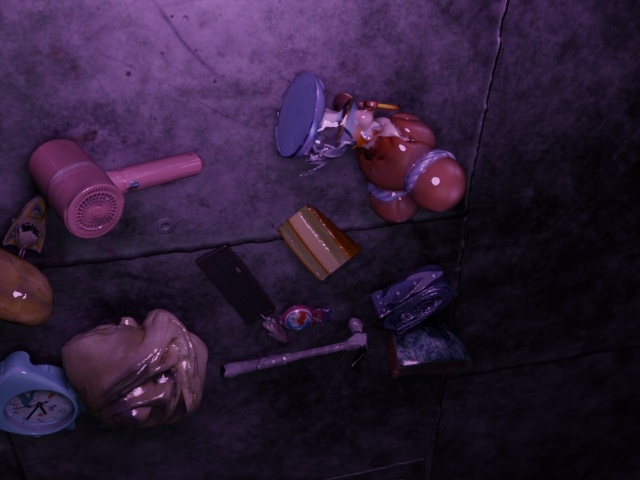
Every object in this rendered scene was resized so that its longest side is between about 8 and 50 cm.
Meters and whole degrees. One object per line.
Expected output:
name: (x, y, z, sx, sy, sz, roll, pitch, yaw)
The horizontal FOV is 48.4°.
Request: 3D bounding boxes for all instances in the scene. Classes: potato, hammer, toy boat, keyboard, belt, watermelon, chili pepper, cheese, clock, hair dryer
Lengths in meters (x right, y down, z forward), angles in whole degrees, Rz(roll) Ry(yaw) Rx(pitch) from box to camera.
potato: (-0.725, 0.089, 1.562, 0.141, 0.192, 0.296, -46, 126, 4)
hammer: (-0.075, 0.321, 2.002, 0.426, 0.152, 0.044, -12, 135, 7)
toy boat: (-0.628, -0.041, 1.545, 0.084, 0.066, 0.210, 18, 140, -23)
keyboard: (-0.237, 0.087, 1.810, 0.103, 0.041, 0.381, -28, 136, 5)
belt: (0.262, 0.169, 1.952, 0.218, 0.128, 0.122, -32, 130, 12)
watermelon: (0.311, 0.330, 2.120, 0.318, 0.148, 0.226, 14, 141, -41)
chili pepper: (-0.123, 0.249, 1.954, 0.041, 0.050, 0.153, -25, 139, 6)
cheese: (-0.041, 0.212, 1.957, 0.145, 0.038, 0.095, -6, 129, -10)
clock: (-0.747, 0.420, 1.884, 0.223, 0.094, 0.274, -43, 128, 19)
hair dryer: (-0.411, -0.140, 1.510, 0.352, 0.210, 0.125, -18, 134, -35)

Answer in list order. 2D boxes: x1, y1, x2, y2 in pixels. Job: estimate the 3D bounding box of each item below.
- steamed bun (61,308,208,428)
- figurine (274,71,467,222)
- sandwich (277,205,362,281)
steamed bun: (-0.458, 0.353, 1.813, 0.339, 0.247, 0.352, -22, 126, 0)
figurine: (0.111, -0.195, 1.555, 0.387, 0.276, 0.248, 13, 79, -29)
sandwich: (0.000, 0.000, 1.820, 0.117, 0.144, 0.187, -39, 92, 15)
